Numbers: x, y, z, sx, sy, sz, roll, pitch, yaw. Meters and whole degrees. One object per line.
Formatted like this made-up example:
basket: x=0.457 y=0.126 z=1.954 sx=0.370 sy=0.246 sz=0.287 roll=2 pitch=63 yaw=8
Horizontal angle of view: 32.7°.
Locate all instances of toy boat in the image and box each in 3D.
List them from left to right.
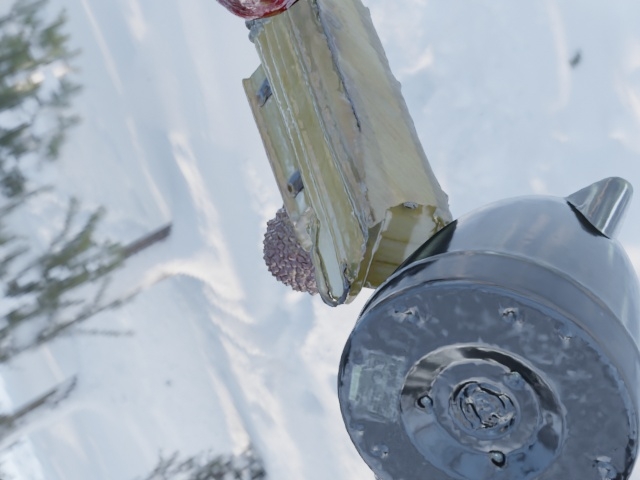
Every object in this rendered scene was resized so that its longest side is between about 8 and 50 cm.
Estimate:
toy boat: x=0.004 y=-0.125 z=1.071 sx=0.162 sy=0.136 sz=0.445 roll=-44 pitch=53 yaw=40

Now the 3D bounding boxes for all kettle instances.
kettle: x=0.152 y=0.076 z=0.831 sx=0.207 sy=0.271 sz=0.250 roll=9 pitch=120 yaw=19

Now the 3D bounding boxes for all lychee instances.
lychee: x=-0.001 y=0.002 z=1.192 sx=0.123 sy=0.129 sz=0.123 roll=159 pitch=90 yaw=-89

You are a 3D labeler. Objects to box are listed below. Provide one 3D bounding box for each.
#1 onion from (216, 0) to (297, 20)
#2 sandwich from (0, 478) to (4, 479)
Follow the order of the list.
onion: x=-0.053 y=-0.199 z=0.738 sx=0.107 sy=0.097 sz=0.107 roll=57 pitch=168 yaw=19
sandwich: x=-0.407 y=0.401 z=1.340 sx=0.227 sy=0.155 sz=0.198 roll=14 pitch=140 yaw=41
